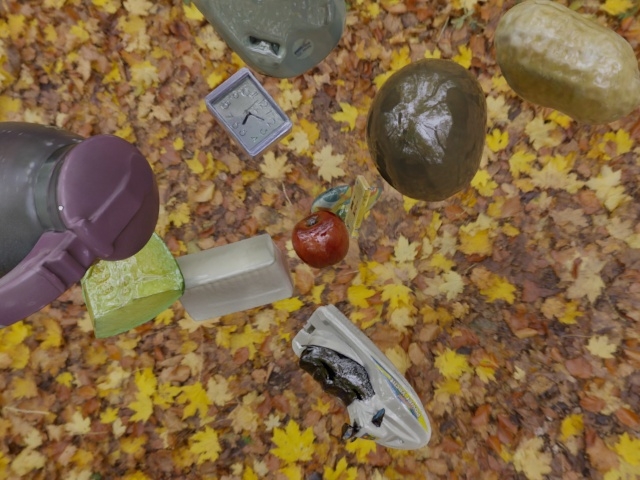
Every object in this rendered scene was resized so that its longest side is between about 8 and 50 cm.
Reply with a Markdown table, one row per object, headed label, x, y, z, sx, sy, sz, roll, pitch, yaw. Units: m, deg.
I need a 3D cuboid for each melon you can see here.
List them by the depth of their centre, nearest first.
| label | x | y | z | sx | sy | sz | roll | pitch | yaw |
| --- | --- | --- | --- | --- | --- | --- | --- | --- | --- |
| melon | -0.592 | 0.066 | 1.385 | 0.331 | 0.226 | 0.344 | -31 | 67 | 19 |

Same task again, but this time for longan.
| label | x | y | z | sx | sy | sz | roll | pitch | yaw |
| --- | --- | --- | --- | --- | --- | --- | --- | --- | --- |
| longan | 0.192 | -0.201 | 0.854 | 0.215 | 0.246 | 0.246 | 34 | 91 | 39 |

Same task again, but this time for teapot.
| label | x | y | z | sx | sy | sz | roll | pitch | yaw |
| --- | --- | --- | --- | --- | --- | --- | --- | --- | --- |
| teapot | -0.187 | -0.020 | 0.311 | 0.145 | 0.148 | 0.116 | -1 | 111 | 24 |

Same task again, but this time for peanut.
| label | x | y | z | sx | sy | sz | roll | pitch | yaw |
| --- | --- | --- | --- | --- | --- | --- | --- | --- | --- |
| peanut | 0.344 | -0.248 | 0.684 | 0.129 | 0.129 | 0.224 | -46 | 66 | 3 |

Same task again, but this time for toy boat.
| label | x | y | z | sx | sy | sz | roll | pitch | yaw |
| --- | --- | --- | --- | --- | --- | --- | --- | --- | --- |
| toy boat | 0.057 | 0.237 | 0.785 | 0.140 | 0.141 | 0.269 | -39 | 68 | 4 |

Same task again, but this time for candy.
| label | x | y | z | sx | sy | sz | roll | pitch | yaw |
| --- | --- | --- | --- | --- | --- | --- | --- | --- | --- |
| candy | -0.281 | 0.119 | 1.547 | 0.358 | 0.208 | 0.145 | -16 | 48 | 2 |

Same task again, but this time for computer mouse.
| label | x | y | z | sx | sy | sz | roll | pitch | yaw |
| --- | --- | --- | --- | --- | --- | --- | --- | --- | --- |
| computer mouse | -0.098 | -0.398 | 0.732 | 0.197 | 0.331 | 0.095 | -33 | 38 | 14 |

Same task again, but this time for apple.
| label | x | y | z | sx | sy | sz | roll | pitch | yaw |
| --- | --- | --- | --- | --- | --- | --- | --- | --- | --- |
| apple | 0.000 | 0.000 | 1.502 | 0.180 | 0.181 | 0.169 | -15 | 115 | 8 |

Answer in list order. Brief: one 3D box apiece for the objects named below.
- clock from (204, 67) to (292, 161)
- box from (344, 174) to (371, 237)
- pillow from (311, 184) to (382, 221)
| label | x | y | z | sx | sy | sz | roll | pitch | yaw |
| --- | --- | --- | --- | --- | --- | --- | --- | --- | --- |
| clock | -0.179 | -0.318 | 1.222 | 0.144 | 0.073 | 0.193 | -41 | 93 | -7 |
| box | 0.094 | -0.086 | 1.236 | 0.020 | 0.073 | 0.149 | 3 | 126 | -18 |
| pillow | 0.080 | -0.129 | 1.632 | 0.214 | 0.233 | 0.086 | -42 | 56 | 46 |
